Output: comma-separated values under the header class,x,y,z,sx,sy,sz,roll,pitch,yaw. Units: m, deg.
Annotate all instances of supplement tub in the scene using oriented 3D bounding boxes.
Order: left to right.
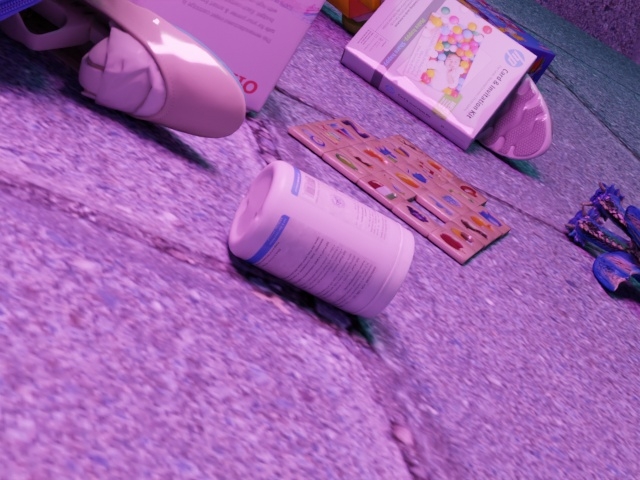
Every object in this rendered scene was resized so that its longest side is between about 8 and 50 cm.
class,x,y,z,sx,sy,sz,roll,pitch,yaw
supplement tub,0.000,0.000,0.839,0.107,0.071,0.071,29,19,-18

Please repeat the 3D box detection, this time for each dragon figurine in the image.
class,x,y,z,sx,sy,sz,roll,pitch,yaw
dragon figurine,0.341,0.022,1.321,0.144,0.085,0.289,29,15,-9

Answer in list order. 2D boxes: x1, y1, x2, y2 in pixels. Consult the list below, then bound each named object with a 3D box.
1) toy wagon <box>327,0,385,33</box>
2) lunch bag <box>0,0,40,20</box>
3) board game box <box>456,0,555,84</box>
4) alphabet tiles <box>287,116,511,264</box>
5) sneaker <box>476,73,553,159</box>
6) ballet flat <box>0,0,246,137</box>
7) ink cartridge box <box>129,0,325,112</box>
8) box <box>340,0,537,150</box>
class,x,y,z,sx,sy,sz,roll,pitch,yaw
toy wagon,-0.015,-0.428,1.642,0.068,0.267,0.344,-35,61,-22
lunch bag,-0.239,-0.266,0.889,0.303,0.243,0.115,52,-13,46
board game box,0.215,-0.349,2.038,0.233,0.078,0.347,42,20,21
alphabet tiles,0.087,-0.058,1.223,0.198,0.009,0.237,37,19,11
sneaker,0.214,-0.199,1.630,0.115,0.105,0.281,22,24,-50
ballet flat,-0.169,-0.145,0.928,0.248,0.086,0.086,37,19,12
ink cartridge box,-0.076,-0.233,1.068,0.154,0.212,0.093,18,21,-36
box,0.140,-0.215,1.507,0.186,0.145,0.038,37,-22,6
